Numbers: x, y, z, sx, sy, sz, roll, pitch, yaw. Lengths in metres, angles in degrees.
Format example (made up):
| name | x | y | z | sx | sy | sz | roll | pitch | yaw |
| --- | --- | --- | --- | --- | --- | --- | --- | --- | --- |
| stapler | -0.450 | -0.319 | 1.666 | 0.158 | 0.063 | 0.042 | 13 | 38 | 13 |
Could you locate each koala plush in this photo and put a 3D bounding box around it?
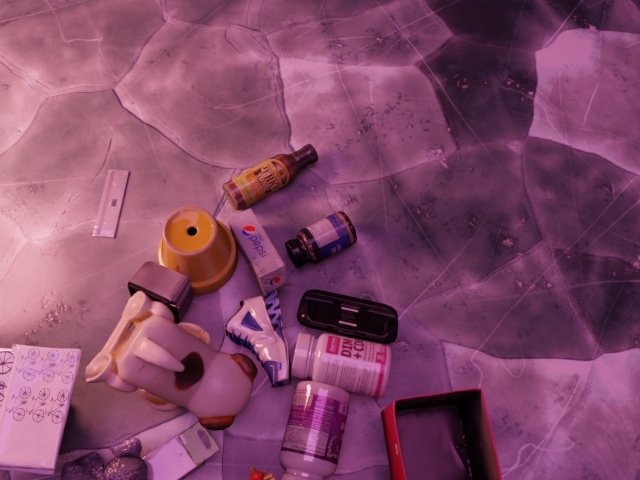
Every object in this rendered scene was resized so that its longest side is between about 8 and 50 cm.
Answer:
| name | x | y | z | sx | sy | sz | roll | pitch | yaw |
| --- | --- | --- | --- | --- | --- | --- | --- | --- | --- |
| koala plush | -0.571 | 0.651 | 1.641 | 0.221 | 0.203 | 0.196 | -15 | 70 | -7 |

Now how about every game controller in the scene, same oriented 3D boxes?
| name | x | y | z | sx | sy | sz | roll | pitch | yaw |
| --- | --- | --- | --- | --- | --- | --- | --- | --- | --- |
| game controller | 0.088 | 0.238 | 1.909 | 0.319 | 0.067 | 0.166 | 12 | 41 | 2 |

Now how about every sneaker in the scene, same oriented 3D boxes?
| name | x | y | z | sx | sy | sz | roll | pitch | yaw |
| --- | --- | --- | --- | --- | --- | --- | --- | --- | --- |
| sneaker | -0.195 | 0.308 | 1.867 | 0.182 | 0.127 | 0.316 | -11 | 61 | -4 |

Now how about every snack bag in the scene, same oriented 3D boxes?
| name | x | y | z | sx | sy | sz | roll | pitch | yaw |
| --- | --- | --- | --- | --- | --- | --- | --- | --- | --- |
| snack bag | -0.828 | 0.429 | 1.592 | 0.342 | 0.037 | 0.323 | 6 | 67 | -1 |

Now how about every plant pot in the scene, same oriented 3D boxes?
| name | x | y | z | sx | sy | sz | roll | pitch | yaw |
| --- | --- | --- | --- | --- | --- | --- | --- | --- | --- |
| plant pot | -0.392 | 0.016 | 1.907 | 0.254 | 0.239 | 0.254 | 2 | 67 | -4 |

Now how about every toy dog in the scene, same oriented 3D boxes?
| name | x | y | z | sx | sy | sz | roll | pitch | yaw |
| --- | --- | --- | --- | --- | --- | --- | --- | --- | --- |
| toy dog | -0.373 | 0.349 | 1.704 | 0.408 | 0.395 | 0.285 | 37 | 59 | -27 |

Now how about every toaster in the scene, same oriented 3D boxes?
| name | x | y | z | sx | sy | sz | roll | pitch | yaw |
| --- | --- | --- | --- | --- | --- | --- | --- | --- | --- |
| toaster | -0.483 | 0.166 | 1.861 | 0.185 | 0.168 | 0.110 | 23 | 59 | 7 |

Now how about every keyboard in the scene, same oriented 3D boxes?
| name | x | y | z | sx | sy | sz | roll | pitch | yaw |
| --- | --- | --- | --- | --- | --- | --- | --- | --- | --- |
| keyboard | -0.714 | -0.129 | 2.073 | 0.072 | 0.014 | 0.256 | 7 | 67 | -6 |

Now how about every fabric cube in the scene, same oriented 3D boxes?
| name | x | y | z | sx | sy | sz | roll | pitch | yaw |
| --- | --- | --- | --- | --- | --- | --- | --- | --- | --- |
| fabric cube | 0.323 | 0.574 | 1.703 | 0.259 | 0.258 | 0.254 | -6 | 68 | -6 |

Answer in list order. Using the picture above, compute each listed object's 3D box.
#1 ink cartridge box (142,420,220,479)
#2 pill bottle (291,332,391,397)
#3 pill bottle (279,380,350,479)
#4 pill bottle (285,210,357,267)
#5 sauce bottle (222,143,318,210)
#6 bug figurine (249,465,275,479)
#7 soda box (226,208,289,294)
| name | x | y | z | sx | sy | sz | roll | pitch | yaw |
| --- | --- | --- | --- | --- | --- | --- | --- | --- | --- |
| ink cartridge box | -0.402 | 0.621 | 1.744 | 0.209 | 0.062 | 0.109 | -32 | 72 | -16 |
| pill bottle | 0.062 | 0.369 | 1.825 | 0.283 | 0.160 | 0.160 | 10 | 67 | 1 |
| pill bottle | -0.022 | 0.569 | 1.731 | 0.169 | 0.169 | 0.302 | 13 | 67 | 2 |
| pill bottle | 0.000 | 0.000 | 2.000 | 0.219 | 0.123 | 0.123 | -27 | 71 | -13 |
| sauce bottle | -0.167 | -0.229 | 2.093 | 0.344 | 0.111 | 0.111 | -32 | 73 | -15 |
| bug figurine | -0.230 | 0.775 | 1.683 | 0.279 | 0.072 | 0.216 | -25 | 69 | -12 |
| soda box | -0.202 | 0.031 | 1.943 | 0.091 | 0.098 | 0.286 | -24 | 51 | -13 |
